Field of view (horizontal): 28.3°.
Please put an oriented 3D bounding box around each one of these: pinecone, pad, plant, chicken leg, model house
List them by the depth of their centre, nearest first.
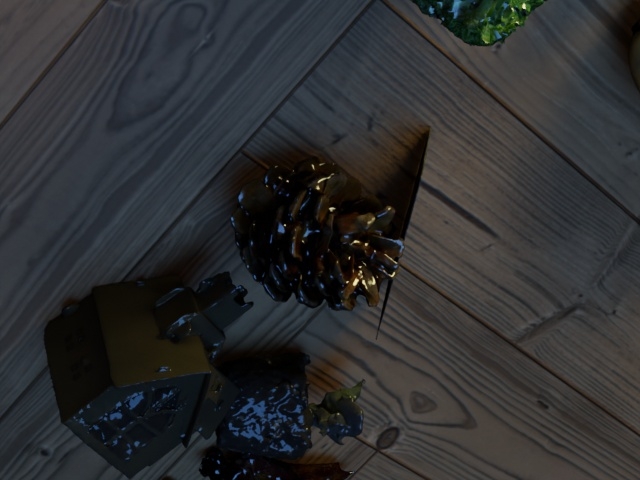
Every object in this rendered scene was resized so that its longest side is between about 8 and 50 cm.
[{"bbox_3d":[-0.006,0.000,1.530,0.184,0.204,0.179,-16,118,-24],"label":"pinecone"},{"bbox_3d":[-0.178,0.145,1.560,0.243,0.211,0.204,-38,126,7],"label":"model house"},{"bbox_3d":[0.105,-0.010,1.596,0.003,0.158,0.235,14,118,2],"label":"pad"},{"bbox_3d":[-0.042,0.221,1.694,0.203,0.142,0.131,6,103,-16],"label":"plant"},{"bbox_3d":[-0.065,0.337,1.806,0.234,0.063,0.105,24,116,-31],"label":"chicken leg"}]

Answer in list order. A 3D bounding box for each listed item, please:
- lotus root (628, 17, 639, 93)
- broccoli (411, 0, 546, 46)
[{"bbox_3d":[0.514,-0.201,1.604,0.310,0.183,0.183,32,107,-37],"label":"lotus root"},{"bbox_3d":[0.176,-0.370,1.333,0.308,0.275,0.307,-1,94,-15],"label":"broccoli"}]
